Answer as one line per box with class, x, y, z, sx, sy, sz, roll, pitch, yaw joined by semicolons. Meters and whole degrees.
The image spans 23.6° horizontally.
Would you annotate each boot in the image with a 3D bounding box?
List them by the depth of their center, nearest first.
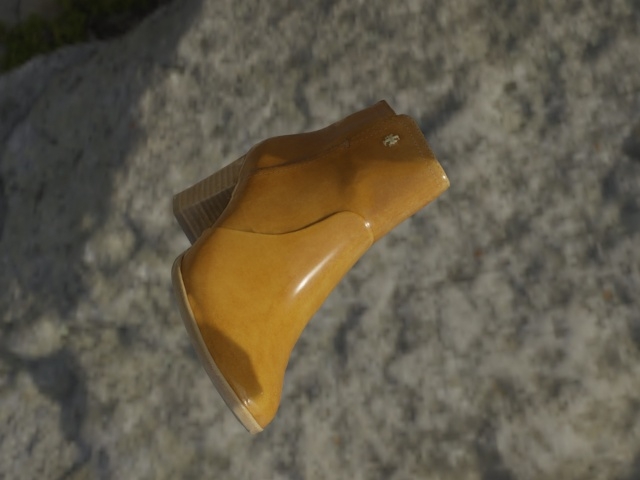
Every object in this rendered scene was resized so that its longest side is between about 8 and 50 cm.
boot;0.000;0.000;1.151;0.211;0.295;0.104;-25;126;7
